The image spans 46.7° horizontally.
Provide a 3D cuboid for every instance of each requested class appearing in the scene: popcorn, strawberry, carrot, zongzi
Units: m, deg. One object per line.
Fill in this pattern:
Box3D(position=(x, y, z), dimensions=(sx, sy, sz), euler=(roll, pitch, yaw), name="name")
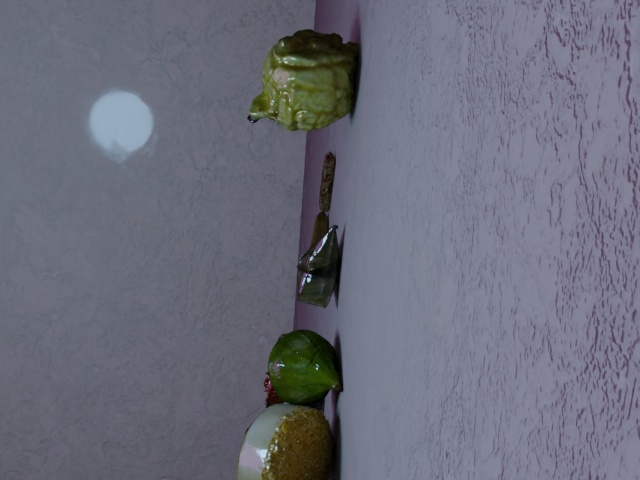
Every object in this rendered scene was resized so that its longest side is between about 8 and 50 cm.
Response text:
Box3D(position=(-0.027, -0.413, 1.892), dimensions=(0.293, 0.293, 0.237), euler=(-94, 2, -54), name="popcorn")
Box3D(position=(-0.113, 0.519, 2.740), dimensions=(0.306, 0.138, 0.233), euler=(-78, -16, -48), name="strawberry")
Box3D(position=(0.000, 0.000, 2.331), dimensions=(0.078, 0.078, 0.298), euler=(99, 178, -48), name="carrot")
Box3D(position=(0.000, 0.039, 2.047), dimensions=(0.221, 0.112, 0.242), euler=(-100, 22, -72), name="zongzi")

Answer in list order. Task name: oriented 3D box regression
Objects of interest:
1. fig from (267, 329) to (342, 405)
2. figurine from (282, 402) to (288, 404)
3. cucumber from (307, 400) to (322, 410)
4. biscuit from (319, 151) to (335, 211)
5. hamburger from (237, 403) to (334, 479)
Box3D(position=(-0.011, 0.329, 1.887), dimensions=(0.235, 0.203, 0.203), euler=(-2, 84, 45), name="fig")
Box3D(position=(-0.097, 0.645, 2.549), dimensions=(0.256, 0.145, 0.181), euler=(-89, 2, -59), name="figurine")
Box3D(position=(-0.010, 0.422, 2.194), dimensions=(0.078, 0.062, 0.211), euler=(-16, -74, -60), name="cucumber")
Box3D(position=(0.020, -0.181, 2.329), dimensions=(0.064, 0.034, 0.199), euler=(-95, 9, -53), name="biscuit")
Box3D(position=(-0.072, 0.542, 1.825), dimensions=(0.276, 0.179, 0.294), euler=(-58, -34, -35), name="hamburger")
